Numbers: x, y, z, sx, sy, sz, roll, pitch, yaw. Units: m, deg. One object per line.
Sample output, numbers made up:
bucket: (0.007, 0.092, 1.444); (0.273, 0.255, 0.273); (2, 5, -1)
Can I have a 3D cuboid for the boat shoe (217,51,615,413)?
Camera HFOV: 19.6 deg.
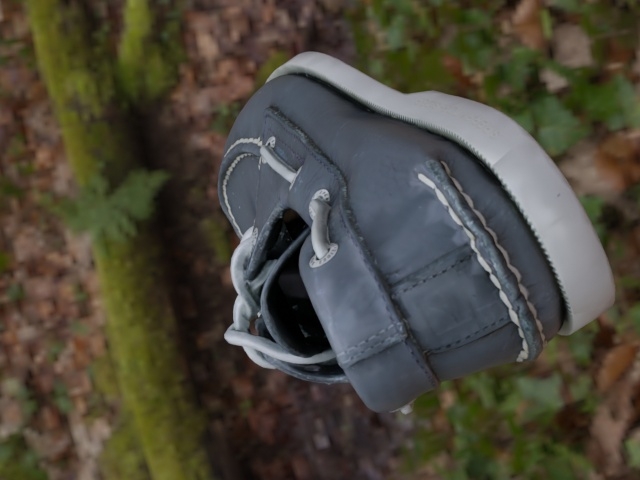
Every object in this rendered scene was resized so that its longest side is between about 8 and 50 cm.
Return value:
boat shoe: (0.000, 0.000, 0.723); (0.116, 0.099, 0.319); (60, 167, -14)
